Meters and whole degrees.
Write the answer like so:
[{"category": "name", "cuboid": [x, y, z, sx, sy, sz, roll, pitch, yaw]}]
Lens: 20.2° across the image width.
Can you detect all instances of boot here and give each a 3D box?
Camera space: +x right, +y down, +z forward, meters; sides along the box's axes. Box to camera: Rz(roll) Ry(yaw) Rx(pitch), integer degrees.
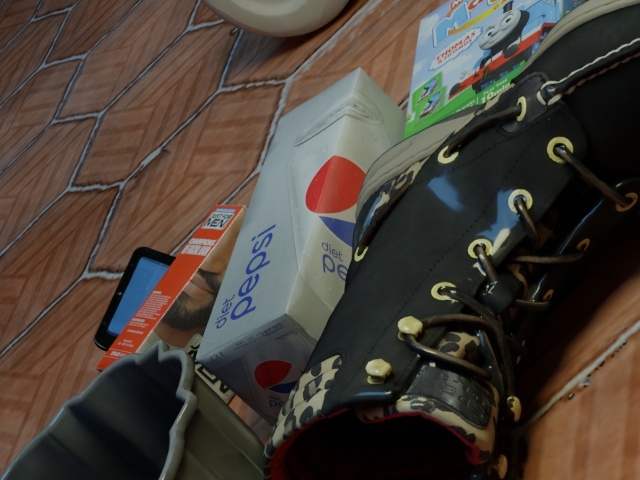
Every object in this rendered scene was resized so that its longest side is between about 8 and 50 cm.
[{"category": "boot", "cuboid": [0.118, 0.015, 1.098, 0.377, 0.138, 0.284, -27, 29, 45]}]

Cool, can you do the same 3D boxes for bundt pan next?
[{"category": "bundt pan", "cuboid": [-0.146, 0.235, 1.187, 0.331, 0.124, 0.331, -44, 19, 20]}]

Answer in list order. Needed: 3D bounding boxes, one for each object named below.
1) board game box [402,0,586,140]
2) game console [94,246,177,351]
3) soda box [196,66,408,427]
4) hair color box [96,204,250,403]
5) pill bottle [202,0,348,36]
[{"category": "board game box", "cuboid": [0.142, -0.153, 1.447, 0.160, 0.039, 0.211, -33, 26, 29]}, {"category": "game console", "cuboid": [-0.117, 0.049, 1.521, 0.107, 0.071, 0.122, -26, 31, 39]}, {"category": "soda box", "cuboid": [0.000, 0.000, 1.377, 0.098, 0.091, 0.286, -28, 30, 35]}, {"category": "hair color box", "cuboid": [-0.088, 0.064, 1.423, 0.167, 0.093, 0.053, -55, 26, -18]}, {"category": "pill bottle", "cuboid": [-0.024, -0.371, 1.887, 0.181, 0.181, 0.323, -29, 30, 35]}]
